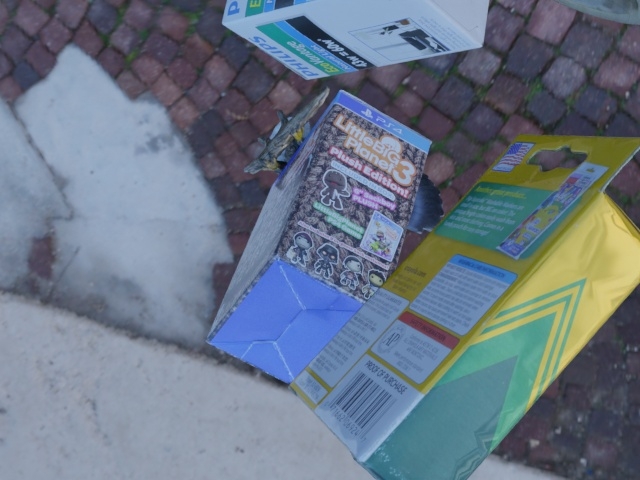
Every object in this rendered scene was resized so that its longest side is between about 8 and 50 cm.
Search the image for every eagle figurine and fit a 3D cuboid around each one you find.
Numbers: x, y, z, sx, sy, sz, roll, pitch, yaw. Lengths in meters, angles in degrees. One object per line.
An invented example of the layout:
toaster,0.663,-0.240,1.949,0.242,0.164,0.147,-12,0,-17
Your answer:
eagle figurine,0.023,-0.076,1.550,0.298,0.225,0.226,39,150,-24

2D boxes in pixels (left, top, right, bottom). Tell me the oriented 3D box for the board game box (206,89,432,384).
board game box,0.000,0.000,1.189,0.141,0.291,0.232,28,139,-10

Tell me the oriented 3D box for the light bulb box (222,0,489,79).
light bulb box,0.072,-0.477,1.468,0.361,0.225,0.358,-3,71,41

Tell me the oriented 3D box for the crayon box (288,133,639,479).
crayon box,0.133,0.054,0.779,0.083,0.203,0.323,44,84,-17

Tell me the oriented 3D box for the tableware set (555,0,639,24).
tableware set,0.155,-0.087,0.392,0.194,0.128,0.039,25,94,-8
